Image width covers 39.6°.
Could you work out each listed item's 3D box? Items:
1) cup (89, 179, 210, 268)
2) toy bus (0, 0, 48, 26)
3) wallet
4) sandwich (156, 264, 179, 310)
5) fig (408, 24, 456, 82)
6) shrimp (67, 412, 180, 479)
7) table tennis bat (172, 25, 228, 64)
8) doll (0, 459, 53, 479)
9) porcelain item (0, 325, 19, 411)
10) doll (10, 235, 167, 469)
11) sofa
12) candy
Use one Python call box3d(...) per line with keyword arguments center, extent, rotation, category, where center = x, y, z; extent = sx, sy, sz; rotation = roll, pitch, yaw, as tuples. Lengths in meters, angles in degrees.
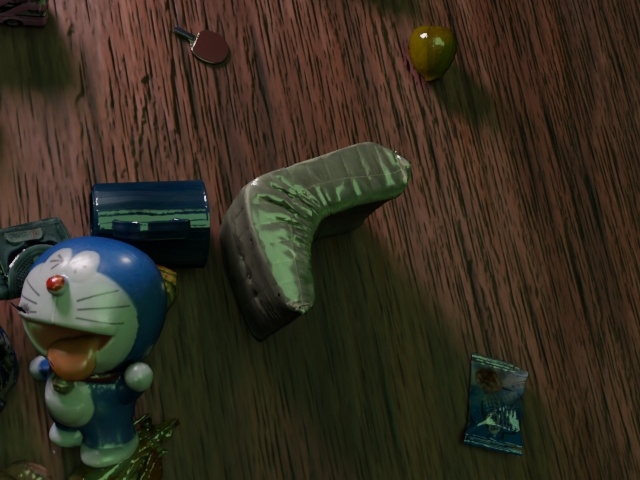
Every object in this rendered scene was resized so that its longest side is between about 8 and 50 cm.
box3d(center=(-0.214, -0.026, 1.110), extent=(0.138, 0.150, 0.114), rotation=(-2, 67, -18), category="cup")
box3d(center=(-0.452, -0.320, 1.138), extent=(0.203, 0.090, 0.063), rotation=(-1, 75, -21), category="toy bus")
box3d(center=(-0.351, 0.020, 1.083), extent=(0.129, 0.026, 0.088), rotation=(-20, 84, -53), category="wallet")
box3d(center=(-0.225, 0.063, 1.104), extent=(0.093, 0.105, 0.036), rotation=(25, 46, -17), category="sandwich")
box3d(center=(0.171, -0.284, 1.363), extent=(0.074, 0.074, 0.088), rotation=(2, 89, -19), category="fig")
box3d(center=(-0.239, 0.299, 1.062), extent=(0.115, 0.051, 0.217), rotation=(44, 67, -8), category="shrimp")
box3d(center=(-0.171, -0.283, 1.273), extent=(0.083, 0.007, 0.050), rotation=(26, 69, -13), category="table tennis bat")
box3d(center=(-0.341, 0.398, 0.938), extent=(0.201, 0.156, 0.303), rotation=(-24, 85, -10), category="doll")
box3d(center=(-0.435, 0.070, 0.984), extent=(0.138, 0.186, 0.288), rotation=(-24, 83, -22), category="porcelain item")
box3d(center=(-0.265, 0.123, 1.008), extent=(0.161, 0.215, 0.257), rotation=(-14, 110, -57), category="doll")
box3d(center=(0.000, 0.000, 1.147), extent=(0.225, 0.210, 0.176), rotation=(-20, 81, -24), category="sofa")
box3d(center=(0.251, 0.232, 1.267), extent=(0.088, 0.038, 0.136), rotation=(12, 64, -2), category="candy")
